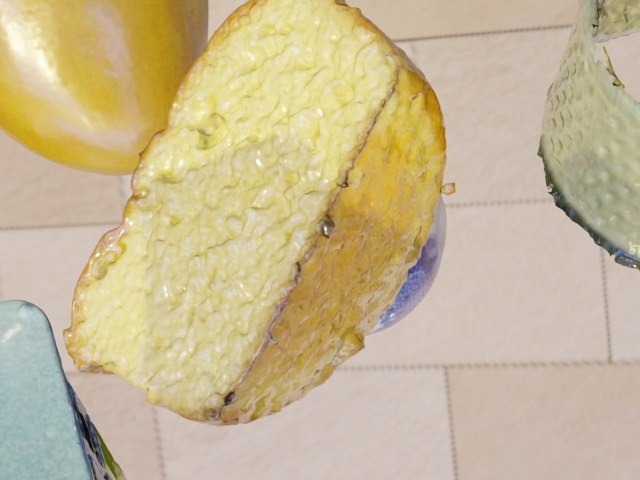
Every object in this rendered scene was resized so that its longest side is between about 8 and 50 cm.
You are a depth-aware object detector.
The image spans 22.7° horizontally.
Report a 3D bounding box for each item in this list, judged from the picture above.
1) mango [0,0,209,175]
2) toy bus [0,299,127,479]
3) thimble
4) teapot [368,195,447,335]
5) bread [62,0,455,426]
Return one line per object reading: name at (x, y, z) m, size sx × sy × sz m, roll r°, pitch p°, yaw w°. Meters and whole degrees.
mango at (-0.258, -0.279, 1.666) m, size 0.300 × 0.232 × 0.445 m, roll -11°, pitch 82°, yaw -20°
toy bus at (-0.112, 0.198, 0.566) m, size 0.152 × 0.312 × 0.190 m, roll -22°, pitch 138°, yaw -3°
thimble at (0.311, -0.109, 1.231) m, size 0.271 × 0.271 × 0.150 m, roll 24°, pitch 145°, yaw 10°
teapot at (0.000, 0.000, 1.836) m, size 0.252 × 0.280 × 0.424 m, roll 60°, pitch 147°, yaw 5°
bread at (-0.023, -0.016, 1.183) m, size 0.194 × 0.179 × 0.340 m, roll 30°, pitch 93°, yaw 35°
